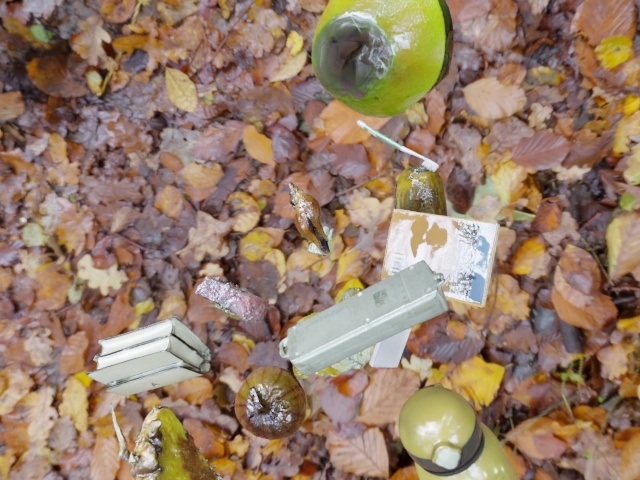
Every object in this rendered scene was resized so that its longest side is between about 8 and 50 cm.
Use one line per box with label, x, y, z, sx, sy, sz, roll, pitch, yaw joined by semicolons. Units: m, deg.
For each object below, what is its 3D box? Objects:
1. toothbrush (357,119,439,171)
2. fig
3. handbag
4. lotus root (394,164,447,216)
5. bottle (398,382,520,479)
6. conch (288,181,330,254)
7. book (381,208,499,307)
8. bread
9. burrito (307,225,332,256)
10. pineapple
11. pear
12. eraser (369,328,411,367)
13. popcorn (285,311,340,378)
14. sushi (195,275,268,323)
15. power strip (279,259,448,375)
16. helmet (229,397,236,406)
toothbrush;0.195;-0.247;1.238;0.257;0.018;0.024;37;83;22
fig;-0.162;0.528;1.541;0.234;0.214;0.235;-1;103;-5
handbag;-0.607;0.436;1.715;0.358;0.237;0.160;-18;47;17
lotus root;0.377;-0.100;1.799;0.196;0.179;0.398;28;137;48
bottle;0.260;0.420;0.891;0.171;0.171;0.351;-28;114;12
conch;-0.032;-0.065;1.406;0.086;0.080;0.233;-19;90;-16
book;0.381;0.047;1.580;0.373;0.028;0.263;13;93;38
bread;0.079;0.218;1.188;0.128;0.232;0.088;29;135;0
burrito;0.003;0.002;1.836;0.074;0.044;0.118;20;82;-6
pineapple;-0.310;0.482;0.925;0.158;0.161;0.335;-18;105;23
pear;0.125;-0.497;1.251;0.398;0.165;0.399;19;128;26
eraser;0.229;0.344;1.562;0.103;0.023;0.150;9;107;-26
popcorn;-0.005;0.414;1.894;0.276;0.225;0.277;-8;61;15
sushi;-0.280;0.203;1.593;0.161;0.241;0.108;16;77;44
power strip;0.063;0.118;0.712;0.272;0.078;0.052;-30;125;14
helmet;-0.262;0.570;1.685;0.089;0.111;0.057;-29;96;44
